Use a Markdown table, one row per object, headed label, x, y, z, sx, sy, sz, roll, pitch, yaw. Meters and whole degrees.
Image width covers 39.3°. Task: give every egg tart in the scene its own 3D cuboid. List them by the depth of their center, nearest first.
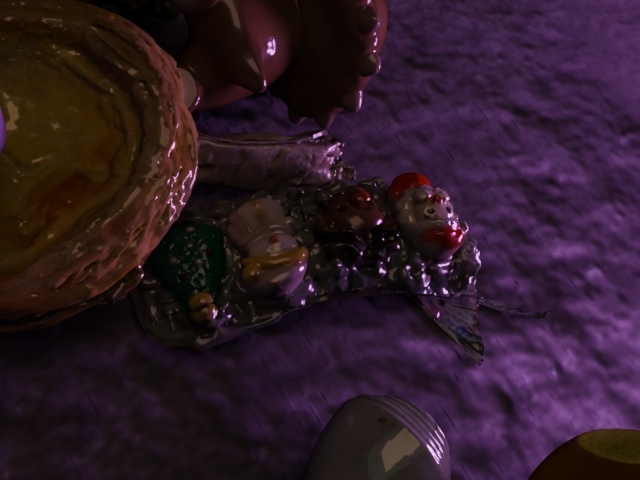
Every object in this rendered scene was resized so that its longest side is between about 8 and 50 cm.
| label | x | y | z | sx | sy | sz | roll | pitch | yaw |
| --- | --- | --- | --- | --- | --- | --- | --- | --- | --- |
| egg tart | -0.227 | -0.058 | 0.686 | 0.279 | 0.095 | 0.278 | 0 | 71 | 1 |

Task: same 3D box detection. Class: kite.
| label | x | y | z | sx | sy | sz | roll | pitch | yaw |
| --- | --- | --- | --- | --- | --- | --- | --- | --- | --- |
| kite | 0.145 | 0.055 | 0.845 | 0.157 | 0.011 | 0.139 | 13 | 56 | -13 |

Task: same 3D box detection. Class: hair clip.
| label | x | y | z | sx | sy | sz | roll | pitch | yaw |
| --- | --- | --- | --- | --- | --- | --- | --- | --- | --- |
| hair clip | 0.000 | -0.001 | 0.764 | 0.321 | 0.091 | 0.138 | -11 | 62 | -27 |

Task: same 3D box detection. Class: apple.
| label | x | y | z | sx | sy | sz | roll | pitch | yaw |
| --- | --- | --- | --- | --- | --- | --- | --- | --- | --- |
| apple | 0.226 | 0.222 | 0.667 | 0.147 | 0.163 | 0.146 | 3 | 94 | -41 |

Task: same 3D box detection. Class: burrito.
| label | x | y | z | sx | sy | sz | roll | pitch | yaw |
| --- | --- | --- | --- | --- | --- | --- | --- | --- | --- |
| burrito | -0.073 | -0.076 | 0.808 | 0.230 | 0.063 | 0.058 | 4 | 38 | -18 |

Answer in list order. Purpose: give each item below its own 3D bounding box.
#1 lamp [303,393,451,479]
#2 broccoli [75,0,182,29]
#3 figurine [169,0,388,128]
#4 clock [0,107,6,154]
| label | x | y | z | sx | sy | sz | roll | pitch | yaw |
| --- | --- | --- | --- | --- | --- | --- | --- | --- | --- |
| lamp | 0.017 | 0.190 | 0.647 | 0.193 | 0.106 | 0.106 | -38 | 78 | -28 |
| broccoli | -0.260 | -0.326 | 0.808 | 0.334 | 0.272 | 0.323 | 18 | 92 | -19 |
| figurine | -0.025 | -0.187 | 0.820 | 0.173 | 0.177 | 0.247 | 20 | 20 | 13 |
| clock | -0.372 | -0.006 | 0.553 | 0.322 | 0.113 | 0.295 | -1 | 61 | -5 |
